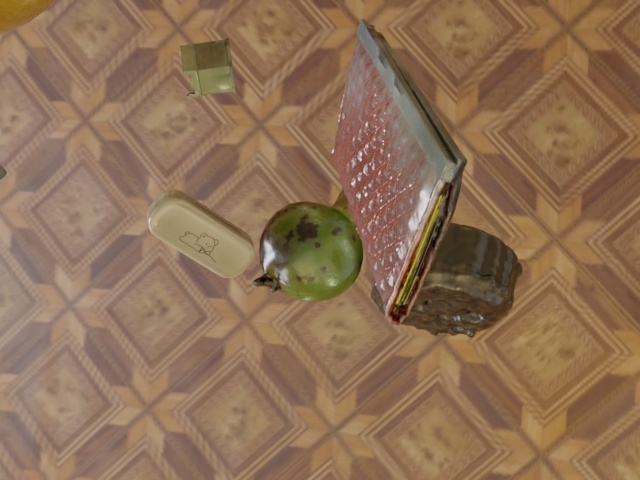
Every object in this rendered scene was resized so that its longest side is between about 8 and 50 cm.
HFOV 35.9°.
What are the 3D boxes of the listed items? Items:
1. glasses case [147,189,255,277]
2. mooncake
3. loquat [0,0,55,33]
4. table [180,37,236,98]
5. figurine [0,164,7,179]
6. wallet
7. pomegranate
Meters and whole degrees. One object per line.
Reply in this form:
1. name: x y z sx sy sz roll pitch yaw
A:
1. glasses case: -0.196 -0.010 1.634 0.196 0.050 0.083 33 110 -30
2. mooncake: 0.189 0.064 1.516 0.228 0.228 0.124 8 64 16
3. loquat: -0.452 -0.423 1.307 0.328 0.359 0.329 -5 82 41
4. table: -0.188 -0.286 1.654 0.083 0.062 0.079 -8 49 -4
5. figurine: -0.618 -0.242 1.523 0.224 0.205 0.382 -23 112 38
6. wallet: 0.037 -0.047 0.580 0.020 0.196 0.103 7 120 -16
7. pomegranate: -0.002 -0.013 1.397 0.156 0.156 0.220 20 77 16
